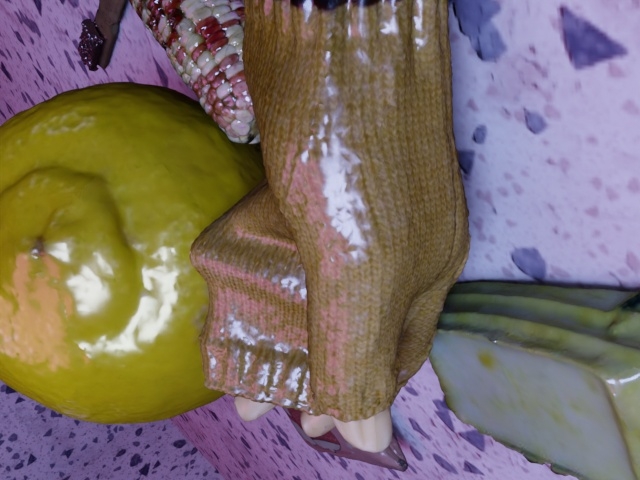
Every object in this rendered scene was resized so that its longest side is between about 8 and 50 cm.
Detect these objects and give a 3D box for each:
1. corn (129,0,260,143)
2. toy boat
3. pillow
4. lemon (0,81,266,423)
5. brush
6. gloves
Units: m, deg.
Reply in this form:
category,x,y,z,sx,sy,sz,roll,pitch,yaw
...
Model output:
category,x,y,z,sx,sy,sz,roll,pitch,yaw
corn,-0.109,-0.196,0.531,0.253,0.086,0.086,54,155,9
toy boat,0.159,0.089,0.407,0.276,0.084,0.111,2,121,61
pillow,-0.003,0.206,0.827,0.223,0.084,0.236,55,157,-4
lemon,-0.177,0.012,0.618,0.348,0.348,0.348,40,151,28
brush,-0.274,-0.271,0.779,0.043,0.036,0.248,55,155,-10
gloves,0.014,-0.008,0.412,0.203,0.155,0.356,42,129,50
